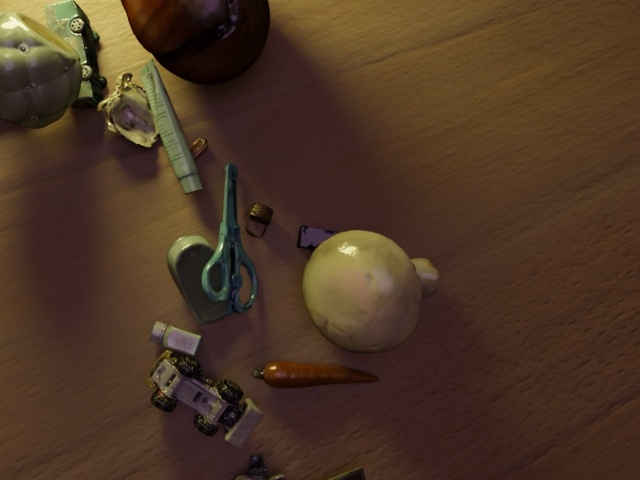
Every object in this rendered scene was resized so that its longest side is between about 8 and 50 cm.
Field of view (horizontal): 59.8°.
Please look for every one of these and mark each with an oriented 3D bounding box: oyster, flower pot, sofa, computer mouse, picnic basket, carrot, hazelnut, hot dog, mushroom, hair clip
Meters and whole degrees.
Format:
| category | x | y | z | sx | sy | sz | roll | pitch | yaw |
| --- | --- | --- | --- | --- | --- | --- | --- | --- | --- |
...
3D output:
| category | x | y | z | sx | sy | sz | roll | pitch | yaw |
| --- | --- | --- | --- | --- | --- | --- | --- | --- | --- |
| oyster | -0.474 | -0.326 | 1.400 | 0.163 | 0.081 | 0.191 | 6 | 85 | -37 |
| flower pot | -0.652 | -0.376 | 1.222 | 0.246 | 0.246 | 0.195 | 39 | 102 | -5 |
| sofa | 0.000 | 0.000 | 1.470 | 0.118 | 0.039 | 0.060 | 11 | 81 | -9 |
| computer mouse | -0.295 | 0.095 | 1.387 | 0.128 | 0.079 | 0.230 | -26 | 104 | -20 |
| picnic basket | -0.163 | -0.050 | 1.428 | 0.072 | 0.072 | 0.083 | 20 | 76 | -8 |
| carrot | -0.009 | 0.344 | 1.423 | 0.336 | 0.069 | 0.069 | 4 | 84 | -13 |
| hazelnut | -0.298 | -0.582 | 1.320 | 0.359 | 0.359 | 0.409 | -23 | 82 | -12 |
| hot dog | -0.325 | -0.232 | 1.440 | 0.083 | 0.021 | 0.037 | -41 | 83 | -11 |
| mushroom | 0.130 | 0.138 | 1.356 | 0.356 | 0.315 | 0.315 | 18 | 81 | -9 |
| hair clip | -0.163 | 0.626 | 1.370 | 0.146 | 0.056 | 0.187 | 5 | 86 | -3 |

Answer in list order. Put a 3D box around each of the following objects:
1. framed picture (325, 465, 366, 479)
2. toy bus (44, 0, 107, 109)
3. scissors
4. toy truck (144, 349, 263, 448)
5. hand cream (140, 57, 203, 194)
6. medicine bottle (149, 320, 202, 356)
| category | x | y | z | sx | sy | sz | roll | pitch | yaw |
| --- | --- | --- | --- | --- | --- | --- | --- | --- | --- |
| framed picture | 0.010 | 0.688 | 1.388 | 0.250 | 0.016 | 0.184 | -17 | 102 | -14 |
| toy bus | -0.605 | -0.457 | 1.378 | 0.109 | 0.091 | 0.261 | -11 | 85 | -1 |
| scissors | -0.221 | -0.009 | 1.395 | 0.032 | 0.180 | 0.392 | -11 | 72 | 33 |
| toy truck | -0.281 | 0.375 | 1.342 | 0.286 | 0.111 | 0.136 | 35 | 89 | -7 |
| hand cream | -0.376 | -0.276 | 1.381 | 0.058 | 0.085 | 0.331 | -27 | 100 | -35 |
| medicine bottle | -0.353 | 0.240 | 1.360 | 0.118 | 0.074 | 0.055 | 21 | 82 | -8 |
